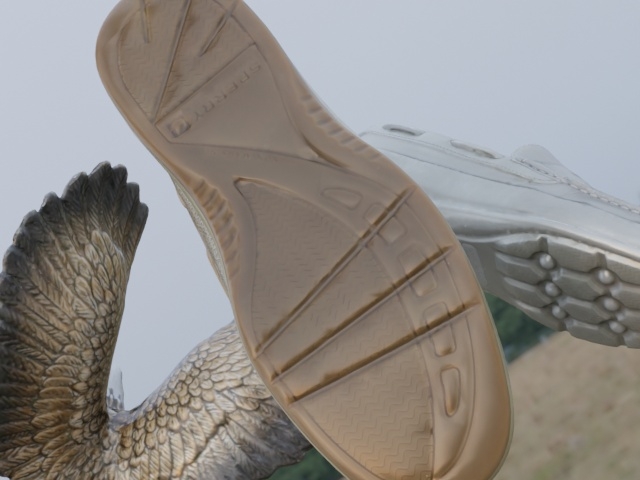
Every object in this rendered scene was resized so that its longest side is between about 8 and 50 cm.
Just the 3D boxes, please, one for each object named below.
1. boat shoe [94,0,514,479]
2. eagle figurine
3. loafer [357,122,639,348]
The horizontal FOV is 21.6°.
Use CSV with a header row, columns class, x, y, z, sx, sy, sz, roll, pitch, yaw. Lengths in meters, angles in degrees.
class,x,y,z,sx,sy,sz,roll,pitch,yaw
boat shoe,0.000,0.000,0.905,0.121,0.341,0.110,-32,-25,2
eagle figurine,-0.147,0.123,1.196,0.226,0.225,0.298,5,-52,-47
loafer,0.135,-0.015,1.087,0.111,0.319,0.112,-53,-36,-29
